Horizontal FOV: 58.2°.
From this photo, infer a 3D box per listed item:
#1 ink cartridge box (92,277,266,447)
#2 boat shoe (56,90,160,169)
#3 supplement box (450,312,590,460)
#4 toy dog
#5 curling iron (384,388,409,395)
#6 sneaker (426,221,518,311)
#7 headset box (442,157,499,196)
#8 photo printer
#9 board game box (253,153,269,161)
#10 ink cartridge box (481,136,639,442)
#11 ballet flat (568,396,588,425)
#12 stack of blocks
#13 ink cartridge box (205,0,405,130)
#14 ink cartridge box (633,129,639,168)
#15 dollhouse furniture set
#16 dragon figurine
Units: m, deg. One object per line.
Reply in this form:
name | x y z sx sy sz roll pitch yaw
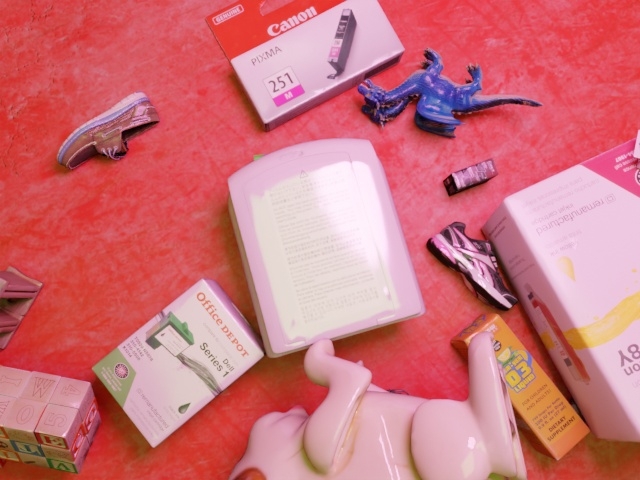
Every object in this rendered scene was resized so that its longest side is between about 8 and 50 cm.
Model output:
ink cartridge box | -0.215 0.186 0.911 0.219 0.092 0.160 -40 86 -5
boat shoe | -0.352 -0.172 0.961 0.183 0.066 0.066 -40 87 -5
supplement box | 0.318 0.231 0.927 0.078 0.080 0.233 -38 83 -7
toy dog | 0.068 0.332 0.787 0.407 0.284 0.396 -12 72 18
curling iron | 0.066 0.361 0.928 0.068 0.035 0.274 28 85 11
sneaker | 0.266 0.038 0.951 0.077 0.072 0.178 -44 87 -7
headset box | 0.256 -0.108 0.970 0.083 0.062 0.032 -20 85 -4
photo printer | 0.000 0.000 0.893 0.255 0.107 0.308 -16 84 -3
board game box | -0.040 -0.046 0.970 0.136 0.035 0.202 -4 84 -2
ink cartridge box | 0.472 0.069 0.878 0.279 0.160 0.385 -24 75 -5
ballet flat | 0.523 0.298 0.941 0.249 0.058 0.084 15 66 -5
stack of blocks | -0.490 0.259 0.850 0.296 0.171 0.087 11 47 -1
ink cartridge box | -0.031 -0.357 0.994 0.275 0.060 0.239 -29 86 -4
ink cartridge box | 0.494 -0.124 0.834 0.083 0.028 0.048 18 74 6
dollhouse furniture set | -0.570 0.079 0.896 0.183 0.129 0.129 28 84 1
dragon figurine | 0.208 -0.226 0.969 0.288 0.085 0.144 24 86 6
